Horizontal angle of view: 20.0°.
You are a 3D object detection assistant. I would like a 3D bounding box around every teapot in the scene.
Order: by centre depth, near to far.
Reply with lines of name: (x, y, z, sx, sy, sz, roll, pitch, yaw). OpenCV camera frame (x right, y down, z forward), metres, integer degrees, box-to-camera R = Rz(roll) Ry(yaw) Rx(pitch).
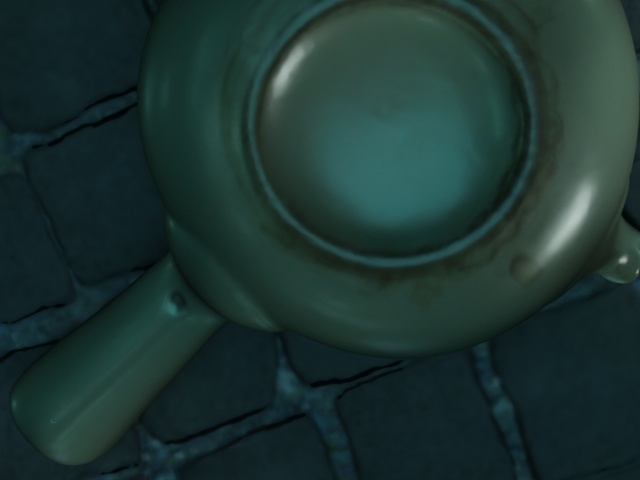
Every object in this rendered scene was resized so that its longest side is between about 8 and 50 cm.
teapot: (-0.020, -0.032, 0.781, 0.318, 0.149, 0.220, -18, 101, 7)
